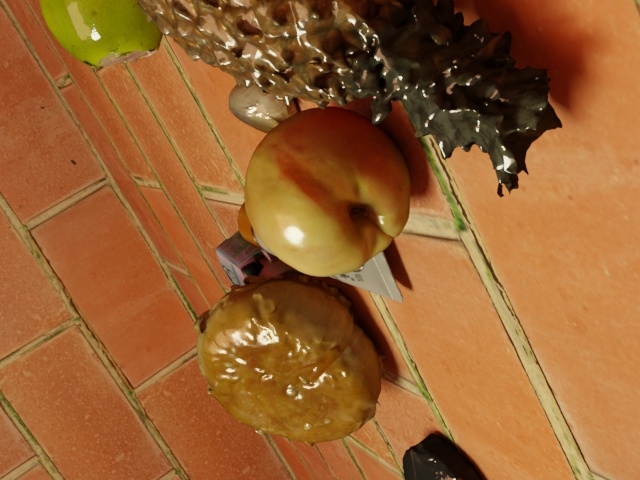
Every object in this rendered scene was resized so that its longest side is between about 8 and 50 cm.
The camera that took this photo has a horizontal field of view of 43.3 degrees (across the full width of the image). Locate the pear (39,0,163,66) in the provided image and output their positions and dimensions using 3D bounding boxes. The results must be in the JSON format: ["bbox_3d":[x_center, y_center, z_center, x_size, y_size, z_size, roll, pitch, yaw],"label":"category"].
[{"bbox_3d":[-0.326,-0.369,1.185,0.187,0.187,0.220,9,118,66],"label":"pear"}]

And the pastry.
[{"bbox_3d":[-0.046,0.181,1.321,0.315,0.184,0.284,41,124,-15],"label":"pastry"}]

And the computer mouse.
[{"bbox_3d":[0.232,0.469,1.300,0.323,0.116,0.183,57,157,-2],"label":"computer mouse"}]

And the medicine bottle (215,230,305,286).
[{"bbox_3d":[-0.102,0.059,1.465,0.188,0.094,0.119,30,151,54],"label":"medicine bottle"}]

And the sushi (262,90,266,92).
[{"bbox_3d":[-0.032,-0.209,0.841,0.056,0.084,0.083,21,142,58],"label":"sushi"}]

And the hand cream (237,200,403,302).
[{"bbox_3d":[0.000,0.000,1.145,0.314,0.089,0.140,14,137,53],"label":"hand cream"}]

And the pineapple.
[{"bbox_3d":[0.020,-0.168,0.629,0.362,0.202,0.202,42,158,18],"label":"pineapple"}]

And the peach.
[{"bbox_3d":[0.005,-0.056,0.871,0.184,0.184,0.184,48,160,23],"label":"peach"}]

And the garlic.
[{"bbox_3d":[-0.085,-0.177,1.062,0.152,0.066,0.084,29,150,50],"label":"garlic"}]
